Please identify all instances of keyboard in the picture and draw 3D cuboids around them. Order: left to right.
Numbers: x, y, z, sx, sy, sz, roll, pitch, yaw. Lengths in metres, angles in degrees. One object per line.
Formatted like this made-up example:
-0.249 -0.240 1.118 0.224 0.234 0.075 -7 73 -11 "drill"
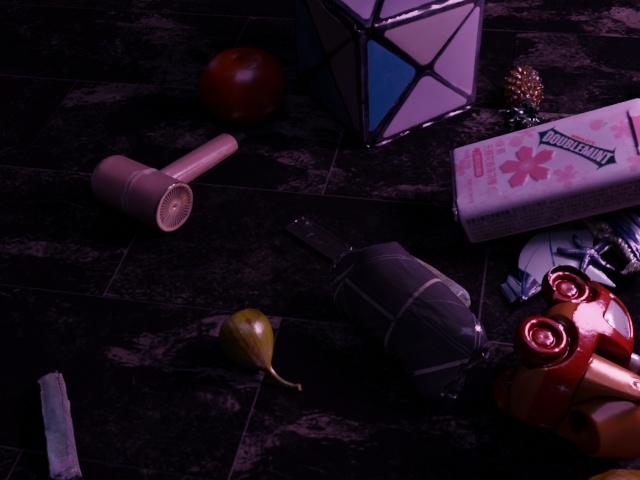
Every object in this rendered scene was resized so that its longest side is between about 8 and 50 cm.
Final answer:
0.000 0.000 1.764 0.053 0.010 0.155 -35 51 -28 "keyboard"

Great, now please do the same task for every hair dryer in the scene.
-0.279 -0.148 1.908 0.189 0.106 0.344 23 40 29 "hair dryer"

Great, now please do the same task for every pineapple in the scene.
0.425 -0.298 1.988 0.083 0.103 0.221 -25 35 29 "pineapple"

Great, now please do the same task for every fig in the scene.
-0.101 0.177 1.524 0.093 0.093 0.166 -27 48 -22 "fig"

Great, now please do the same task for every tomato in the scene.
-0.171 -0.342 2.058 0.195 0.136 0.195 -3 43 3 "tomato"

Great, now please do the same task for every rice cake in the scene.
-0.409 0.289 1.471 0.043 0.034 0.211 -21 45 -4 "rice cake"

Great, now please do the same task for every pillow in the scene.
0.136 0.118 1.541 0.161 0.092 0.335 -50 53 5 "pillow"

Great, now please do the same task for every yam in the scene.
0.182 0.076 1.625 0.068 0.068 0.169 -31 49 -26 "yam"

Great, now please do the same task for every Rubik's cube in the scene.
0.137 -0.422 2.005 0.310 0.305 0.307 -23 48 -22 "Rubik's cube"

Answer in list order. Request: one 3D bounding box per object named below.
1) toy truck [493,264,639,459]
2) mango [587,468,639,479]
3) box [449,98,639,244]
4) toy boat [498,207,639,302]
0.399 0.192 1.400 0.239 0.189 0.265 24 48 14 "toy truck"
0.456 0.420 1.168 0.176 0.175 0.329 -42 70 -6 "mango"
0.416 -0.119 1.701 0.370 0.112 0.190 -14 46 21 "box"
0.460 0.031 1.652 0.210 0.070 0.291 20 52 31 "toy boat"
